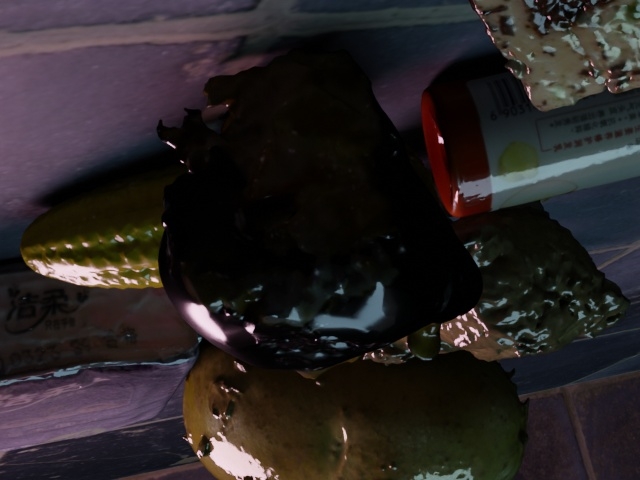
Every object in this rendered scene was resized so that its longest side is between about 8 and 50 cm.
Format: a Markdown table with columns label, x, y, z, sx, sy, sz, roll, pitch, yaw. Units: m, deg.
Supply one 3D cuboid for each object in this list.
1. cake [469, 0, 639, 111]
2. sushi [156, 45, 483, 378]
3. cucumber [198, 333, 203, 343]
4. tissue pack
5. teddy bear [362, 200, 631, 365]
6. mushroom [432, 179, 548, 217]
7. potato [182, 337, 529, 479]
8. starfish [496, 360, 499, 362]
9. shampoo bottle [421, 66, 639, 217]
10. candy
| label | x | y | z | sx | sy | sz | roll | pitch | yaw |
| --- | --- | --- | --- | --- | --- | --- | --- | --- | --- |
| cake | 0.106 | -0.150 | 0.623 | 0.112 | 0.135 | 0.246 | -20 | 164 | 21 |
| sushi | 0.000 | -0.007 | 0.923 | 0.213 | 0.200 | 0.204 | -7 | 156 | 2 |
| cucumber | -0.193 | 0.122 | 1.614 | 0.168 | 0.039 | 0.039 | -20 | 165 | 30 |
| tissue pack | -0.287 | 0.126 | 1.356 | 0.288 | 0.124 | 0.394 | -10 | 166 | -15 |
| teddy bear | 0.122 | 0.027 | 1.132 | 0.267 | 0.156 | 0.256 | 18 | 165 | -30 |
| mushroom | 0.133 | -0.044 | 1.262 | 0.202 | 0.054 | 0.059 | -15 | 160 | 29 |
| potato | 0.024 | 0.163 | 1.324 | 0.269 | 0.219 | 0.359 | -14 | -164 | -40 |
| starfish | 0.187 | 0.127 | 1.656 | 0.324 | 0.082 | 0.432 | -53 | 170 | -12 |
| shampoo bottle | 0.222 | -0.097 | 1.019 | 0.278 | 0.104 | 0.104 | -13 | 166 | -3 |
| candy | -0.141 | -0.006 | 1.057 | 0.198 | 0.094 | 0.106 | -11 | 173 | 13 |
